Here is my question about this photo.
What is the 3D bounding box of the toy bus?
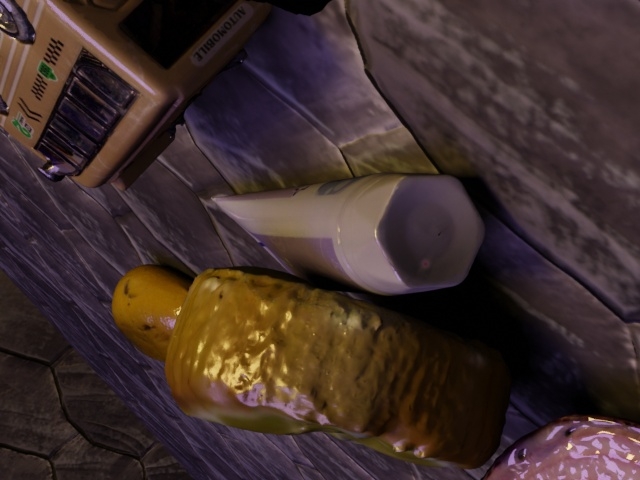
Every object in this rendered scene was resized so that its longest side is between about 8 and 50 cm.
[{"bbox_3d":[-0.150,-0.137,0.702,0.157,0.139,0.289,44,156,-10],"label":"toy bus"}]

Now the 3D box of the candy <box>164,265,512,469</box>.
[{"bbox_3d":[0.014,0.100,0.736,0.260,0.118,0.260,17,173,2],"label":"candy"}]

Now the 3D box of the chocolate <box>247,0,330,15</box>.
[{"bbox_3d":[-0.037,-0.224,0.381,0.224,0.206,0.177,37,115,-4],"label":"chocolate"}]

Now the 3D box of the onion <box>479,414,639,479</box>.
[{"bbox_3d":[0.241,0.215,0.674,0.250,0.111,0.247,46,137,26],"label":"onion"}]

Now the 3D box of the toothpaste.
[{"bbox_3d":[0.000,0.000,0.759,0.125,0.080,0.371,43,164,-14],"label":"toothpaste"}]

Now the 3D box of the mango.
[{"bbox_3d":[-0.192,0.095,1.252,0.195,0.098,0.137,-3,125,56],"label":"mango"}]
